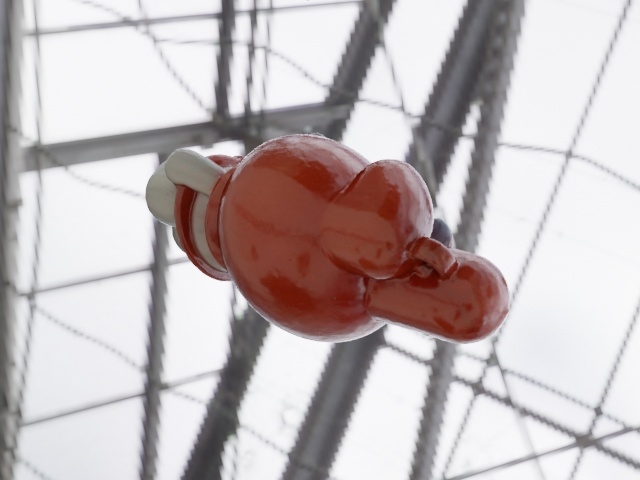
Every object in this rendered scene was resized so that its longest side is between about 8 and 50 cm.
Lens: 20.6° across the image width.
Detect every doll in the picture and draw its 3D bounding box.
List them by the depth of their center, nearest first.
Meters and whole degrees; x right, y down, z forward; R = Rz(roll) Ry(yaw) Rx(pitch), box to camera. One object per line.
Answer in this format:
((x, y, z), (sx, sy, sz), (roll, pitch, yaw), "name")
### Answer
((0.000, 0.000, 1.193), (0.290, 0.130, 0.161), (13, -34, 43), "doll")
